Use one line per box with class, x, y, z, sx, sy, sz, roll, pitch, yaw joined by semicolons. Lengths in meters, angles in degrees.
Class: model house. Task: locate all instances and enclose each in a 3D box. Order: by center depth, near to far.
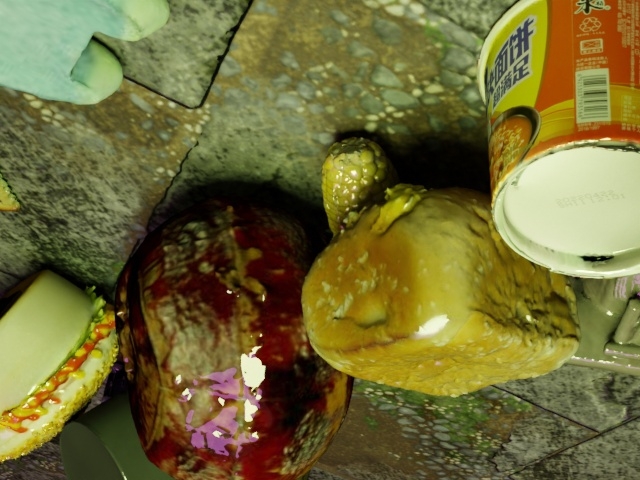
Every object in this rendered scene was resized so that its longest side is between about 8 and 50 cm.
model house;0.306;0.042;0.856;0.229;0.122;0.188;11;139;13

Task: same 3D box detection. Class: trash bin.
trash bin;-0.174;0.257;1.140;0.214;0.333;0.214;19;118;40

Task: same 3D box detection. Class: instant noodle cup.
instant noodle cup;0.228;-0.083;0.672;0.213;0.174;0.213;9;144;7

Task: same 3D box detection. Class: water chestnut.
water chestnut;-0.076;0.108;0.940;0.302;0.350;0.350;-3;151;-27

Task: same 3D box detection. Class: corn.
corn;0.068;0.003;0.903;0.101;0.101;0.292;-1;140;19

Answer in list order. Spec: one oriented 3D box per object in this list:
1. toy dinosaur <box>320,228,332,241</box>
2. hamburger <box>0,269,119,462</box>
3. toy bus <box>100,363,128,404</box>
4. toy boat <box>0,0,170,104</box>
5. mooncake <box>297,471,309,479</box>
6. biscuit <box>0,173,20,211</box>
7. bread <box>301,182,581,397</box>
toy dinosaur;0.004;0.000;0.975;0.041;0.026;0.113;-2;149;39
hamburger;-0.410;0.179;1.141;0.179;0.276;0.294;46;145;-20
toy bus;-0.294;0.237;1.345;0.076;0.073;0.167;31;145;-34
toy boat;-0.301;-0.249;0.710;0.329;0.123;0.215;19;152;-25
mooncake;-0.155;0.367;1.394;0.290;0.161;0.290;8;141;6
biscuit;-0.466;-0.115;0.989;0.139;0.016;0.231;4;142;14
bread;0.118;0.046;0.780;0.195;0.176;0.246;-22;151;40
